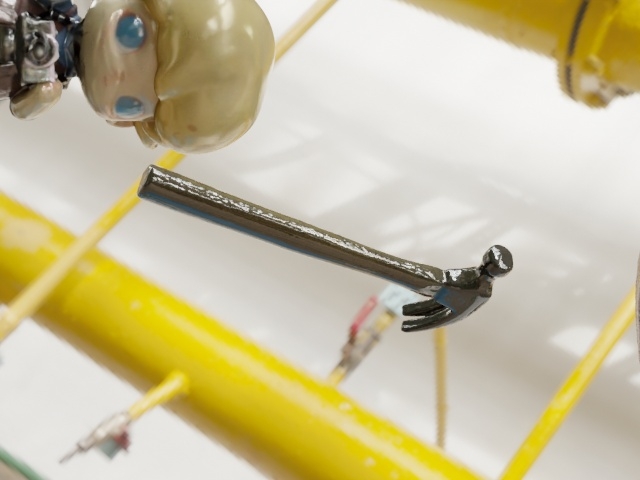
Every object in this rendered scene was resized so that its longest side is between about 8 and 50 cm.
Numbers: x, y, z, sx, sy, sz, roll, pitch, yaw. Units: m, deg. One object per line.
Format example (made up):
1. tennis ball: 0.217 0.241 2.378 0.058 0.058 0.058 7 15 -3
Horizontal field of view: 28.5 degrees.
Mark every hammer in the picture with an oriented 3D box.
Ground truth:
1. hammer: 0.000 0.000 1.460 0.440 0.044 0.168 20 -43 -19

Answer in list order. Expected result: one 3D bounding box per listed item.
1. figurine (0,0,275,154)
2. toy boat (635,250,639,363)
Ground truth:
1. figurine: -0.121 -0.106 0.680 0.108 0.196 0.114 -165 -102 -64
2. toy boat: 0.313 0.075 1.072 0.392 0.079 0.136 65 7 -64
